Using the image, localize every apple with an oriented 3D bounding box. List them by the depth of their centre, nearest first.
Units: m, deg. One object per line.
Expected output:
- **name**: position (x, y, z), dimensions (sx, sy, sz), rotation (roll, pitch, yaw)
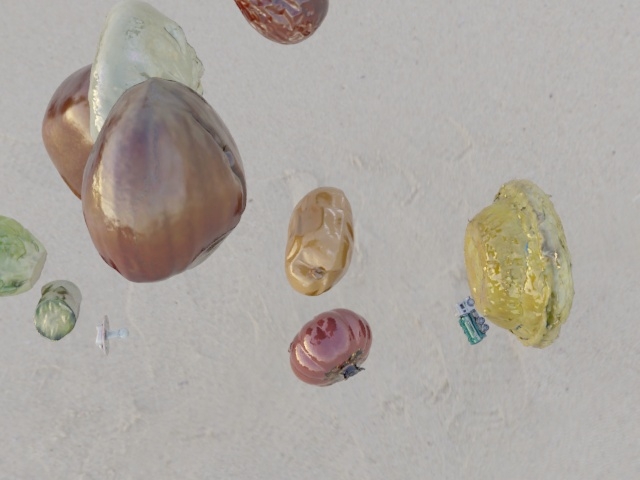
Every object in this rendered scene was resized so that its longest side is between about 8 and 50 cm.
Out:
- **apple**: position (-0.396, -0.216, 1.321), dimensions (0.288, 0.317, 0.288), rotation (13, 65, -30)

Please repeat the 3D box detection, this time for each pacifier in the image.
- **pacifier**: position (-0.498, 0.227, 1.598), dimensions (0.078, 0.081, 0.099), rotation (-6, 62, -8)

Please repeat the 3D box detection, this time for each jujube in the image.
- **jujube**: position (-0.092, -0.483, 1.264), dimensions (0.168, 0.236, 0.168), rotation (-33, 39, 32)

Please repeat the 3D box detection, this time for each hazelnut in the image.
- **hazelnut**: position (-0.162, -0.066, 0.723), dimensions (0.181, 0.212, 0.181), rotation (37, 116, -14)

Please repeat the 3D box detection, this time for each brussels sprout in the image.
- **brussels sprout**: position (-0.870, 0.049, 1.790), dimensions (0.244, 0.244, 0.244), rotation (-4, 66, 9)

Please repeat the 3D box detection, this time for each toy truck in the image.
- **toy truck**: position (0.276, 0.148, 1.223), dimensions (0.044, 0.039, 0.083), rotation (-24, 72, -8)

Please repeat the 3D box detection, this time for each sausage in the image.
- **sausage**: position (-0.001, 0.000, 1.205), dimensions (0.120, 0.136, 0.241), rotation (13, 39, -7)

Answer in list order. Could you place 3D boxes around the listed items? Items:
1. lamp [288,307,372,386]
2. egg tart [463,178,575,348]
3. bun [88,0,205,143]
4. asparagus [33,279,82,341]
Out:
- **lamp**: position (0.026, 0.221, 1.329), dimensions (0.182, 0.182, 0.140), rotation (-35, 64, -5)
- **egg tart**: position (0.420, 0.054, 1.483), dimensions (0.169, 0.388, 0.388), rotation (-7, 66, -4)
- **bun**: position (-0.229, -0.205, 0.910), dimensions (0.133, 0.231, 0.231), rotation (4, 67, -4)
- **asparagus**: position (-0.383, 0.097, 0.972), dimensions (0.060, 0.277, 0.067), rotation (-8, 92, -18)
